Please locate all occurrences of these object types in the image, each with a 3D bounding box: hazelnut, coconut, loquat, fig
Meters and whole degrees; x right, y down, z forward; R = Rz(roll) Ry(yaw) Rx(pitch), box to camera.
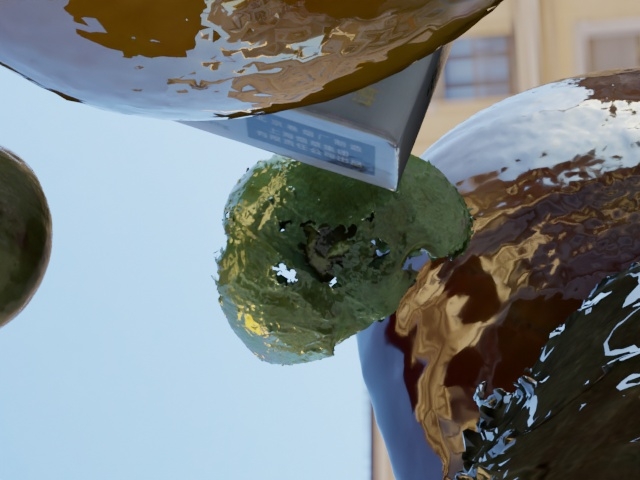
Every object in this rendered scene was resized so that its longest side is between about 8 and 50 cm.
[{"bbox_3d":[0.225,0.094,1.354,0.429,0.402,0.402,-106,-4,-53],"label":"hazelnut"},{"bbox_3d":[0.000,0.003,1.105,0.158,0.133,0.055,-49,-6,8],"label":"coconut"},{"bbox_3d":[-0.032,-0.202,0.671,0.328,0.328,0.328,-2,-90,-66],"label":"loquat"},{"bbox_3d":[-0.281,-0.024,1.155,0.245,0.149,0.149,32,-123,-40],"label":"fig"}]

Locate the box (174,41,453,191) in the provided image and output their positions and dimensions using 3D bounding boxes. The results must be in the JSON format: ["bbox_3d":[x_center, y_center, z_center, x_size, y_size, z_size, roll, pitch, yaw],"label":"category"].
[{"bbox_3d":[-0.047,-0.138,1.039,0.067,0.243,0.155,89,-160,-64],"label":"box"}]

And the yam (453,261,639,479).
[{"bbox_3d":[0.073,0.168,0.511,0.348,0.241,0.241,-41,-54,-44],"label":"yam"}]
